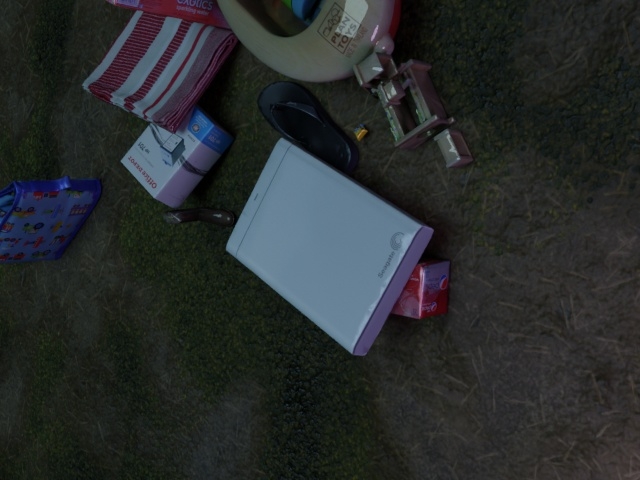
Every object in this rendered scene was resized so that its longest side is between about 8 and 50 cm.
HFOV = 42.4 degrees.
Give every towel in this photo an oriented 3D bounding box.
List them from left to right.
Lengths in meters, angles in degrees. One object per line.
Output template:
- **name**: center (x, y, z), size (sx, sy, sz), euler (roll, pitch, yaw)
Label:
- **towel**: center (-0.340, -0.366, 1.697), size (0.329, 0.037, 0.237), euler (27, 81, 38)

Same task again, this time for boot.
- **boot**: center (-0.245, -0.046, 1.654), size (0.106, 0.114, 0.037), euler (10, 100, 40)

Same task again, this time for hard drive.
- **hard drive**: center (0.000, 0.000, 1.390), size (0.353, 0.047, 0.233), euler (36, 103, 38)

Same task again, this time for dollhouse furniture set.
- **dollhouse furniture set**: center (0.126, -0.184, 1.298), size (0.101, 0.161, 0.182), euler (-32, 71, 37)

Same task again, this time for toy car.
- **toy car**: center (0.069, -0.239, 1.415), size (0.122, 0.060, 0.040), euler (-62, 25, 17)

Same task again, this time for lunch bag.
- **lunch bag**: center (-0.665, -0.065, 1.939), size (0.293, 0.221, 0.138), euler (-33, 72, 37)

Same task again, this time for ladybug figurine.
- **ladybug figurine**: center (-0.015, -0.440, 1.400), size (0.449, 0.162, 0.305), euler (51, 122, 26)

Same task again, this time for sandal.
- **sandal**: center (-0.031, -0.212, 1.499), size (0.254, 0.054, 0.097), euler (42, 118, 30)

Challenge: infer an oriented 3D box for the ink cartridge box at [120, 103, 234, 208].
- **ink cartridge box**: center (-0.290, -0.183, 1.668), size (0.191, 0.082, 0.139), euler (-50, 60, 5)

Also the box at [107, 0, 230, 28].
- **box**: center (-0.281, -0.505, 1.532), size (0.142, 0.300, 0.154), euler (34, 114, 34)

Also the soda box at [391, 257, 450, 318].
- **soda box**: center (0.086, 0.066, 1.400), size (0.263, 0.083, 0.092), euler (8, 98, 40)
